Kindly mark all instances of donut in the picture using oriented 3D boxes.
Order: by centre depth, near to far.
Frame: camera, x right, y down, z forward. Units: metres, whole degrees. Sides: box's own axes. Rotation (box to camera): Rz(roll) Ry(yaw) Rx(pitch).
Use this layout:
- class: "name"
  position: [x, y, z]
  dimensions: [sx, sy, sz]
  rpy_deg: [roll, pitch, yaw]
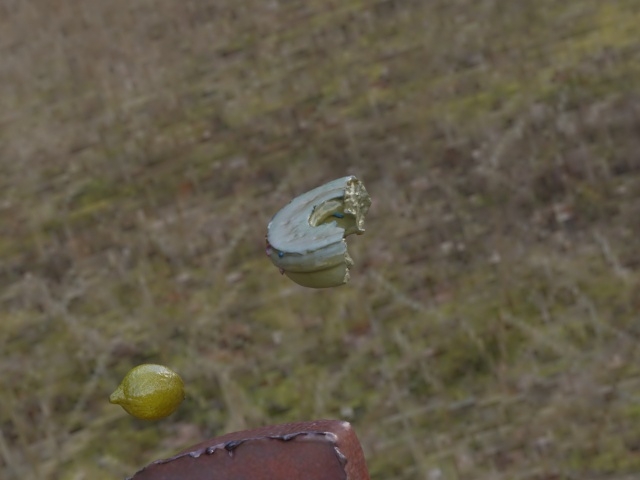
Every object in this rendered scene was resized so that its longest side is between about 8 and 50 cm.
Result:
- class: "donut"
  position: [-0.004, 0.000, 1.894]
  dimensions: [0.108, 0.065, 0.166]
  rpy_deg: [-18, 28, 18]

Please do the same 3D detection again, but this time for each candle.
- class: "candle"
  position: [-0.053, 0.314, 1.893]
  dimensions: [0.317, 0.287, 0.131]
  rpy_deg: [31, 15, 11]

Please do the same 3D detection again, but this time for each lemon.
- class: "lemon"
  position: [-0.192, 0.170, 1.926]
  dimensions: [0.092, 0.065, 0.065]
  rpy_deg: [-3, 6, -27]
